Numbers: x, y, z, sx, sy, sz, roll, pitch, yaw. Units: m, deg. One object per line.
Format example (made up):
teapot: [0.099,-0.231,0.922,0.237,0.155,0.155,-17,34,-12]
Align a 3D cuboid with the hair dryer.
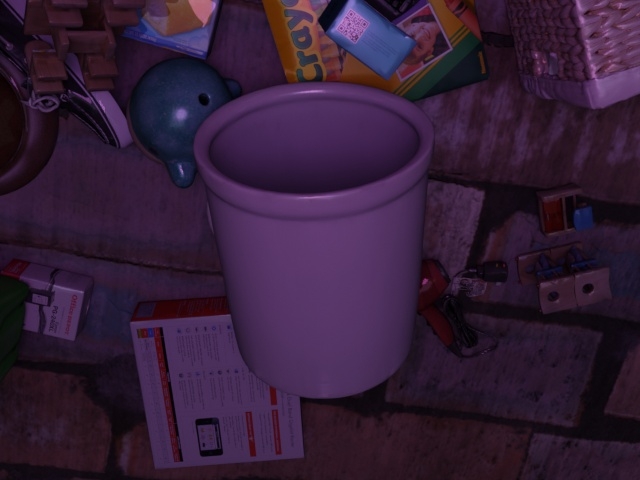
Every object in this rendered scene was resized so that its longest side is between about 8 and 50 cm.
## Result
hair dryer: [0.214,0.141,1.302,0.294,0.080,0.223,3,111,-4]

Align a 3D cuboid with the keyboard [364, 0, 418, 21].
keyboard: [0.049,-0.481,0.972,0.317,0.033,0.201,35,105,-13]

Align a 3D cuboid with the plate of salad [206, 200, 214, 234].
plate of salad: [-0.105,-0.048,1.229,0.200,0.048,0.199,-1,111,-3]

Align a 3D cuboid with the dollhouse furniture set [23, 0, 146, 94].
dollhouse furniture set: [-0.389,-0.325,0.932,0.242,0.212,0.160,-11,74,-31]

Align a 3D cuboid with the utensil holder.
utensil holder: [0.000,0.000,1.045,0.328,0.327,0.385,-5,128,-1]

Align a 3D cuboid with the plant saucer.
plant saucer: [-0.603,-0.213,1.140,0.311,0.050,0.310,-1,111,-2]

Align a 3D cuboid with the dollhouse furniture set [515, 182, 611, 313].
dollhouse furniture set: [0.430,0.013,1.238,0.129,0.129,0.183,-13,112,2]

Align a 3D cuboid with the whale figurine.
whale figurine: [-0.173,-0.179,1.103,0.272,0.141,0.216,35,66,-23]

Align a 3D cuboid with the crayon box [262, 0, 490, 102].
crayon box: [0.069,-0.389,1.078,0.313,0.106,0.362,-17,111,3]

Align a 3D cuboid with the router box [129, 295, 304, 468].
router box: [-0.190,0.276,1.328,0.301,0.082,0.335,-3,111,-2]

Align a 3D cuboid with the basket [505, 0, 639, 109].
basket: [0.457,-0.377,0.994,0.332,0.328,0.266,-21,106,5]

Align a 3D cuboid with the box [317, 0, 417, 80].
box: [0.056,-0.286,0.930,0.101,0.244,0.060,34,106,-14]

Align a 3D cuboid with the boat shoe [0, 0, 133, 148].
boat shoe: [-0.428,-0.254,1.082,0.105,0.113,0.306,-45,109,-19]

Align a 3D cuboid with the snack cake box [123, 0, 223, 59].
snack cake box: [-0.286,-0.397,1.065,0.265,0.089,0.152,14,110,-8]

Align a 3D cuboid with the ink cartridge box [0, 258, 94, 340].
ink cartridge box: [-0.508,0.110,1.257,0.151,0.063,0.109,15,109,-8]

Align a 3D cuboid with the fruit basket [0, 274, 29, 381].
fruit basket: [-0.696,0.132,1.063,0.392,0.392,0.282,15,109,-9]
